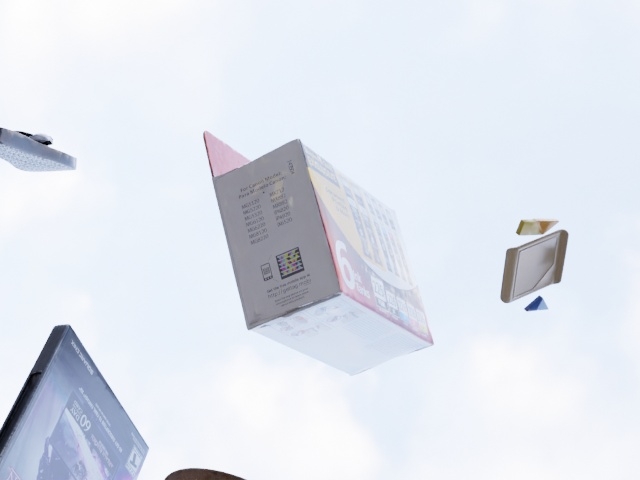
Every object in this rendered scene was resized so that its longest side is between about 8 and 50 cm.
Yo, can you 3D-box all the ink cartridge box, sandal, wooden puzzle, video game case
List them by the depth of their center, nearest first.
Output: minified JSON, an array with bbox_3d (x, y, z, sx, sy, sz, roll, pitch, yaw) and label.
[{"bbox_3d":[0.210,0.023,1.339,0.014,0.078,0.116,45,-44,45],"label":"wooden puzzle"},{"bbox_3d":[-0.265,0.247,1.374,0.026,0.274,0.196,-11,-55,22],"label":"video game case"},{"bbox_3d":[0.000,0.000,1.703,0.130,0.309,0.272,-23,-113,18],"label":"ink cartridge box"},{"bbox_3d":[-0.447,-0.148,2.071,0.097,0.254,0.055,0,-100,17],"label":"sandal"}]

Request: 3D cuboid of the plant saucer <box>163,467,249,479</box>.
[{"bbox_3d":[-0.120,0.366,1.774,0.198,0.198,0.036,-16,-140,39],"label":"plant saucer"}]
